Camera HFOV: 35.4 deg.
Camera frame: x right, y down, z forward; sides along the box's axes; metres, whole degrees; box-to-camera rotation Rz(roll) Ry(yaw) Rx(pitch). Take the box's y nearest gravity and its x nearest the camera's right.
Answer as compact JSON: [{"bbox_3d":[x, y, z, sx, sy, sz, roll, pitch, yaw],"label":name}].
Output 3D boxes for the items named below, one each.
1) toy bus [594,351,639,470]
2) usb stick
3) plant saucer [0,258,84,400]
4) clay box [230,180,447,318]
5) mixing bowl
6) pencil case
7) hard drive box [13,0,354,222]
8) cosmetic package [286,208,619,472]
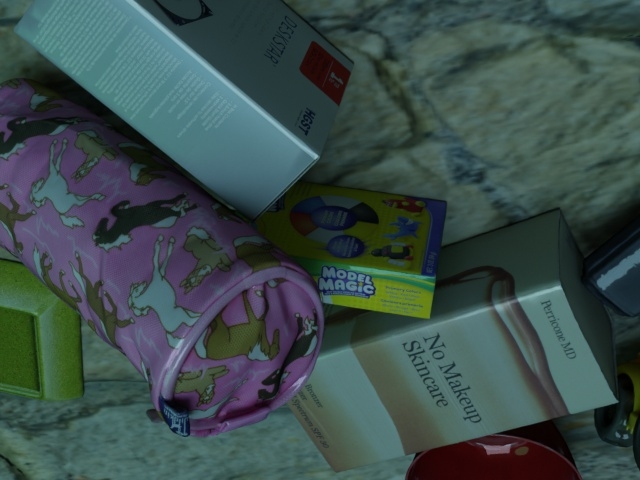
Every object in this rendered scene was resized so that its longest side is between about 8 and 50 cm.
[{"bbox_3d":[0.359,0.112,0.906,0.149,0.220,0.212,10,95,-8],"label":"toy bus"},{"bbox_3d":[0.345,-0.035,0.852,0.077,0.045,0.278,40,115,-17],"label":"usb stick"},{"bbox_3d":[-0.368,0.106,1.131,0.188,0.045,0.188,11,125,5],"label":"plant saucer"},{"bbox_3d":[0.000,0.000,0.925,0.222,0.127,0.053,9,125,6],"label":"clay box"},{"bbox_3d":[0.181,0.222,1.047,0.181,0.098,0.181,5,132,5],"label":"mixing bowl"},{"bbox_3d":[-0.173,0.005,0.846,0.386,0.167,0.160,36,173,34],"label":"pencil case"},{"bbox_3d":[-0.098,-0.154,0.810,0.232,0.181,0.089,39,122,-15],"label":"hard drive box"},{"bbox_3d":[0.119,0.103,0.967,0.296,0.129,0.153,-21,115,24],"label":"cosmetic package"}]
